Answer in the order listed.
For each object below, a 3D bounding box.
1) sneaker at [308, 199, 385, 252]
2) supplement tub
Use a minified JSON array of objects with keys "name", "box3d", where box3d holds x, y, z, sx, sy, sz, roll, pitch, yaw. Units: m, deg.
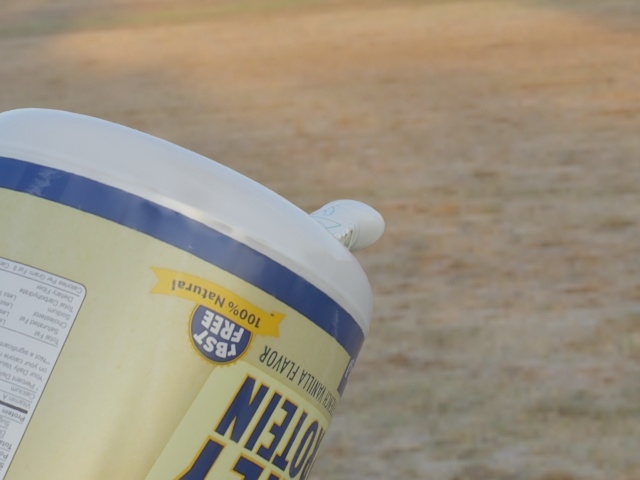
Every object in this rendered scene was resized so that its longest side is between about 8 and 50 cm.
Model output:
[{"name":"sneaker","box3d":[0.000,0.000,1.496,0.152,0.053,0.061,-6,27,-36]},{"name":"supplement tub","box3d":[-0.129,0.120,0.838,0.228,0.316,0.228,21,-14,5]}]
